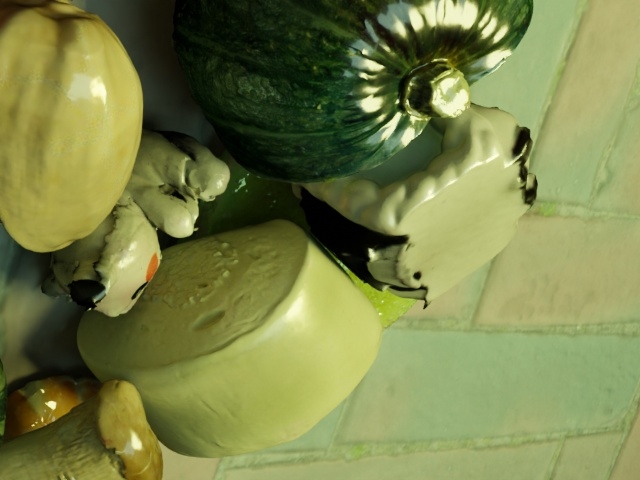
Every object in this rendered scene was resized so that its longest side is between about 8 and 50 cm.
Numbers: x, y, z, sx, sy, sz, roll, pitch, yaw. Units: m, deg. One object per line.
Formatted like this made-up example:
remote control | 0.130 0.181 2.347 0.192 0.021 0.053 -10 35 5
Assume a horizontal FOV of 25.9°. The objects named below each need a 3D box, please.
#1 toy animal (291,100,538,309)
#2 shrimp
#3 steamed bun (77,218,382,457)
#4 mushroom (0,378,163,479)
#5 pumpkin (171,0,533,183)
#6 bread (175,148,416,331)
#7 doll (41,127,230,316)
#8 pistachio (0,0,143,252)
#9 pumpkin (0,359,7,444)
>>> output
toy animal | 0.083 -0.055 1.238 0.204 0.156 0.208 -39 156 -4
shrimp | -0.209 0.224 1.341 0.317 0.062 0.164 35 86 -45
steamed bun | -0.078 0.104 1.267 0.250 0.154 0.200 -20 133 16
mushroom | -0.287 0.242 1.185 0.351 0.095 0.122 -34 110 7
pumpkin | 0.008 -0.208 1.155 0.293 0.263 0.197 -45 129 -8
bread | 0.004 0.003 1.362 0.301 0.045 0.301 -11 125 -16
doll | -0.167 -0.014 1.198 0.095 0.149 0.192 41 70 -22
pistachio | -0.215 -0.087 1.065 0.157 0.157 0.229 -26 147 -33
pumpkin | -0.332 0.128 1.090 0.190 0.146 0.190 -21 125 -34
